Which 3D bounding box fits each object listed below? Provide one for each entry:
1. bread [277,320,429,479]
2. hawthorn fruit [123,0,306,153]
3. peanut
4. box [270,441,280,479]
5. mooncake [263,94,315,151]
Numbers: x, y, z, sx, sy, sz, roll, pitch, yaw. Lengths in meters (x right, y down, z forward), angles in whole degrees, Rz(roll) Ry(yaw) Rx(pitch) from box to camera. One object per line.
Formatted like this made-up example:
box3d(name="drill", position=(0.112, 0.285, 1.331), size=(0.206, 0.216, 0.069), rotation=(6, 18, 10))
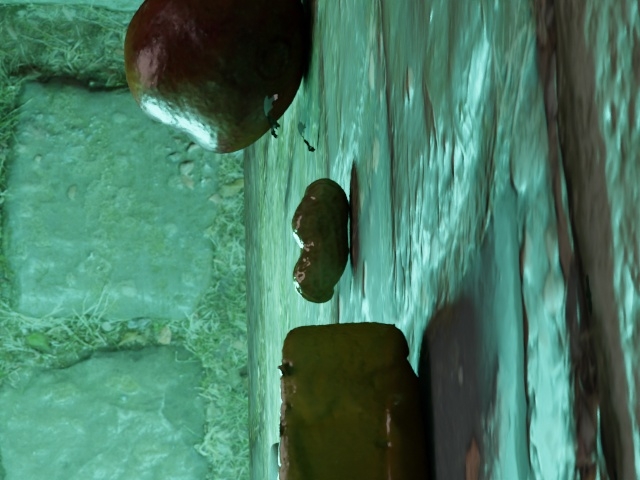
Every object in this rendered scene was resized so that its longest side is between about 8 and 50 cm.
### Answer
box3d(name="bread", position=(0.022, 0.173, 1.079), size=(0.102, 0.094, 0.245), rotation=(72, -164, -75))
box3d(name="hawthorn fruit", position=(-0.108, -0.234, 1.993), size=(0.261, 0.224, 0.224), rotation=(-58, 24, 34))
box3d(name="peanut", position=(0.000, 0.000, 1.524), size=(0.054, 0.054, 0.113), rotation=(123, 150, -81))
box3d(name="box", position=(-0.006, 0.274, 1.502), size=(0.259, 0.071, 0.168), rotation=(-154, 63, -84))
box3d(name="mooncake", position=(-0.023, 0.023, 1.852), size=(0.150, 0.057, 0.346), rotation=(136, 128, -65))
